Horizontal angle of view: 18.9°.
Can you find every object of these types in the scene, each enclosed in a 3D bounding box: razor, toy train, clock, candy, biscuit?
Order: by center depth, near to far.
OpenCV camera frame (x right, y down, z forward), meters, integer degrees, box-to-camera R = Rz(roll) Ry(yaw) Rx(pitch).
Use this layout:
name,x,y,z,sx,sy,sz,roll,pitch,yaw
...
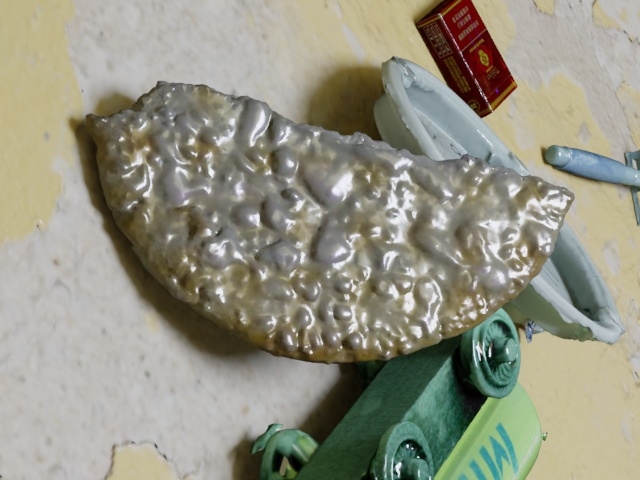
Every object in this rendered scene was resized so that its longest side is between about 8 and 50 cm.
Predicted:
name,x,y,z,sx,sy,sz,roll,pitch,yaw
biscuit,0.000,0.000,1.085,0.290,0.038,0.141,14,75,-15
toy train,0.058,0.141,1.130,0.253,0.105,0.157,-48,123,-52
clock,0.105,-0.017,1.256,0.236,0.053,0.236,47,15,-17
candy,0.160,0.044,1.361,0.083,0.020,0.030,-35,101,-51
razor,0.220,-0.055,1.479,0.135,0.040,0.068,11,64,-44

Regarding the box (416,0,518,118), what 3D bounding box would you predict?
name,x,y,z,sx,sy,sz,roll,pitch,yaw
box,0.105,-0.132,1.375,0.082,0.023,0.051,60,38,-12
